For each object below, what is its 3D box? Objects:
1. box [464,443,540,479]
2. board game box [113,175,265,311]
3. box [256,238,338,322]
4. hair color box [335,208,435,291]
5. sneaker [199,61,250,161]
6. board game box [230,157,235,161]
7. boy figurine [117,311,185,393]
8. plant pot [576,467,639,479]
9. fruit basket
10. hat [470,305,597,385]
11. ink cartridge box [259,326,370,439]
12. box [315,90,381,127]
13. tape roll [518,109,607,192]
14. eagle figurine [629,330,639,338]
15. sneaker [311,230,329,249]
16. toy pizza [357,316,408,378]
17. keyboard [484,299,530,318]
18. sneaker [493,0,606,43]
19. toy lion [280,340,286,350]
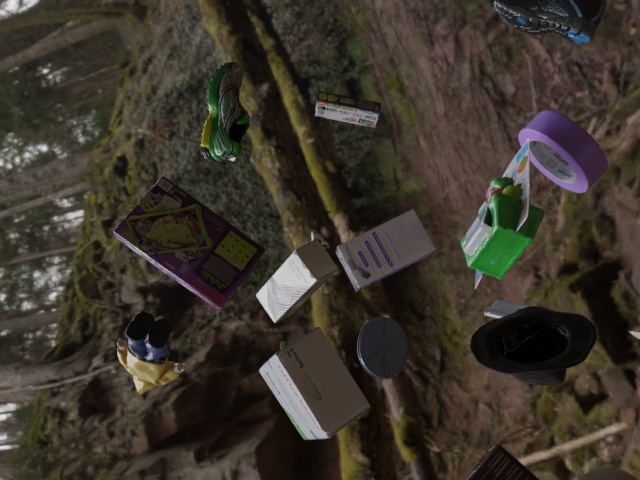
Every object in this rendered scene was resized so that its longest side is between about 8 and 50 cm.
[{"bbox_3d":[0.475,0.665,1.653,0.167,0.203,0.168,-45,-20,-15],"label":"box"},{"bbox_3d":[-0.345,0.007,1.707,0.347,0.056,0.208,36,-118,0],"label":"board game box"},{"bbox_3d":[-0.072,0.120,1.830,0.094,0.275,0.113,-26,-106,-42],"label":"box"},{"bbox_3d":[0.249,0.039,2.476,0.185,0.339,0.110,63,170,11],"label":"hair color box"},{"bbox_3d":[-0.285,-0.418,2.084,0.134,0.146,0.343,32,-120,-66],"label":"sneaker"},{"bbox_3d":[-0.357,-0.362,2.349,0.033,0.169,0.133,-10,-71,-30],"label":"board game box"},{"bbox_3d":[-0.423,0.300,1.610,0.285,0.177,0.092,106,-177,-50],"label":"boy figurine"},{"bbox_3d":[0.703,0.682,1.457,0.280,0.323,0.323,-93,-18,-70],"label":"plant pot"},{"bbox_3d":[0.515,-0.082,1.863,0.327,0.166,0.353,114,170,-47],"label":"fruit basket"},{"bbox_3d":[0.575,0.310,1.717,0.331,0.331,0.134,-54,-51,-60],"label":"hat"},{"bbox_3d":[-0.022,0.335,1.467,0.211,0.122,0.289,56,160,8],"label":"ink cartridge box"},{"bbox_3d":[0.089,-0.426,2.087,0.114,0.207,0.036,102,179,-74],"label":"box"},{"bbox_3d":[0.754,-0.276,2.002,0.275,0.090,0.275,45,178,2],"label":"tape roll"},{"bbox_3d":[1.047,0.338,1.803,0.226,0.225,0.298,1,-110,-35],"label":"eagle figurine"},{"bbox_3d":[0.000,0.000,2.310,0.109,0.040,0.043,46,-154,-55],"label":"sneaker"},{"bbox_3d":[0.201,0.350,2.089,0.201,0.032,0.201,6,-103,-29],"label":"toy pizza"},{"bbox_3d":[0.602,0.223,1.949,0.072,0.256,0.014,-36,-72,-18],"label":"keyboard"},{"bbox_3d":[0.696,-0.705,1.952,0.125,0.341,0.139,22,-84,-58],"label":"sneaker"},{"bbox_3d":[-0.143,0.434,2.418,0.100,0.034,0.096,-78,-11,-69],"label":"toy lion"}]
